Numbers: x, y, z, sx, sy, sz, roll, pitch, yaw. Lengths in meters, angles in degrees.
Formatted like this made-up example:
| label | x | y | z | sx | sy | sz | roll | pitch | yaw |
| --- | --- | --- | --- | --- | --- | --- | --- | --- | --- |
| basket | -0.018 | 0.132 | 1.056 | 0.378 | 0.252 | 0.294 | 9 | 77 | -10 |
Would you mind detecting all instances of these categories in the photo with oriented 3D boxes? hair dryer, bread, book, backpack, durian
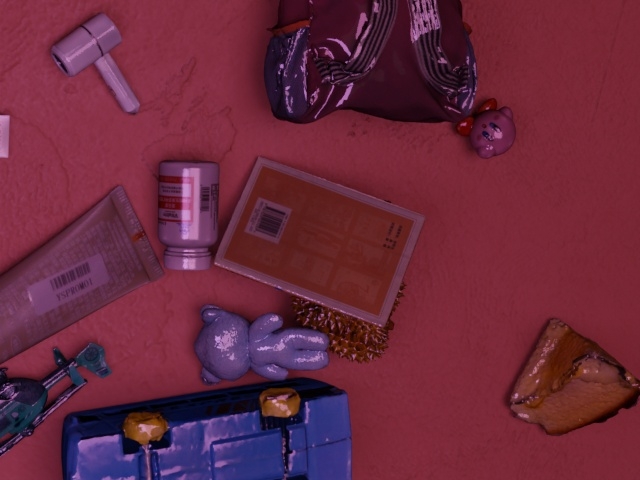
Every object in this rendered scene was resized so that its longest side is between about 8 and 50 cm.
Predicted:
| label | x | y | z | sx | sy | sz | roll | pitch | yaw |
| --- | --- | --- | --- | --- | --- | --- | --- | --- | --- |
| hair dryer | -0.273 | -0.210 | 1.842 | 0.082 | 0.047 | 0.137 | -40 | 119 | -16 |
| bread | 0.386 | 0.216 | 2.155 | 0.140 | 0.160 | 0.169 | 34 | 80 | -26 |
| book | 0.000 | 0.000 | 1.928 | 0.241 | 0.018 | 0.170 | 21 | 70 | 4 |
| backpack | 0.071 | -0.311 | 1.913 | 0.283 | 0.197 | 0.317 | -1 | 96 | -25 |
| durian | 0.039 | 0.076 | 1.985 | 0.168 | 0.137 | 0.158 | 33 | 70 | -12 |

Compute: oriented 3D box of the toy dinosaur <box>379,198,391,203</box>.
| label | x | y | z | sx | sy | sz | roll | pitch | yaw |
| --- | --- | --- | --- | --- | --- | --- | --- | --- | --- |
| toy dinosaur | 0.070 | -0.034 | 2.028 | 0.154 | 0.049 | 0.055 | 12 | 88 | -22 |

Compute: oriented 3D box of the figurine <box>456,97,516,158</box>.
| label | x | y | z | sx | sy | sz | roll | pitch | yaw |
| --- | --- | --- | --- | --- | --- | --- | --- | --- | --- |
| figurine | 0.248 | -0.158 | 2.094 | 0.083 | 0.071 | 0.067 | -45 | 155 | -7 |

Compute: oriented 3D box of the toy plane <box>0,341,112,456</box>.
| label | x | y | z | sx | sy | sz | roll | pitch | yaw |
| --- | --- | --- | --- | --- | --- | --- | --- | --- | --- |
| toy plane | -0.371 | 0.201 | 1.830 | 0.235 | 0.060 | 0.096 | -37 | 119 | -15 |

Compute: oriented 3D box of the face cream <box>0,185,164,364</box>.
| label | x | y | z | sx | sy | sz | roll | pitch | yaw |
| --- | --- | --- | --- | --- | --- | --- | --- | --- | --- |
| face cream | -0.354 | 0.072 | 1.819 | 0.341 | 0.084 | 0.137 | -35 | 112 | -28 |

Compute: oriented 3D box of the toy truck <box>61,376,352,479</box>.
| label | x | y | z | sx | sy | sz | roll | pitch | yaw |
| --- | --- | --- | --- | --- | --- | --- | --- | --- | --- |
| toy truck | -0.151 | 0.277 | 1.891 | 0.385 | 0.162 | 0.161 | -8 | 99 | -25 |

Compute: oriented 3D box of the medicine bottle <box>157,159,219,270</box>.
| label | x | y | z | sx | sy | sz | roll | pitch | yaw |
| --- | --- | --- | --- | --- | --- | --- | --- | --- | --- |
| medicine bottle | -0.172 | -0.034 | 1.890 | 0.079 | 0.079 | 0.140 | -1 | 97 | -27 |

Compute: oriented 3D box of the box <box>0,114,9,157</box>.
| label | x | y | z | sx | sy | sz | roll | pitch | yaw |
| --- | --- | --- | --- | --- | --- | --- | --- | --- | --- |
| box | -0.425 | -0.129 | 1.782 | 0.083 | 0.024 | 0.054 | 0 | 95 | -27 |

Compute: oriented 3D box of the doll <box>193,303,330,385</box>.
| label | x | y | z | sx | sy | sz | roll | pitch | yaw |
| --- | --- | --- | --- | --- | --- | --- | --- | --- | --- |
| doll | -0.080 | 0.137 | 1.951 | 0.179 | 0.075 | 0.120 | -2 | 111 | -9 |
